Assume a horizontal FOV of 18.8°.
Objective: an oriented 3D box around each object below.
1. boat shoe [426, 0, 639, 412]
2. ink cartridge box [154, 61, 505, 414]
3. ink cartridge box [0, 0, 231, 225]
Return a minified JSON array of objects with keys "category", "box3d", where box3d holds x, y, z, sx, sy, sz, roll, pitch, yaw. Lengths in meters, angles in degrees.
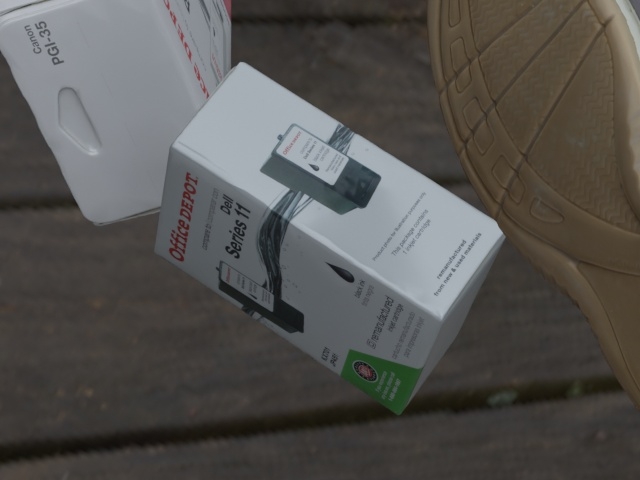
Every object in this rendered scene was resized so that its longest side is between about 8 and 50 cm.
[{"category":"boat shoe","box3d":[0.136,-0.020,0.743,0.092,0.103,0.285,-5,53,-39]},{"category":"ink cartridge box","box3d":[0.000,0.000,1.263,0.208,0.153,0.087,33,61,10]},{"category":"ink cartridge box","box3d":[-0.150,-0.180,1.469,0.117,0.207,0.283,-15,40,9]}]
